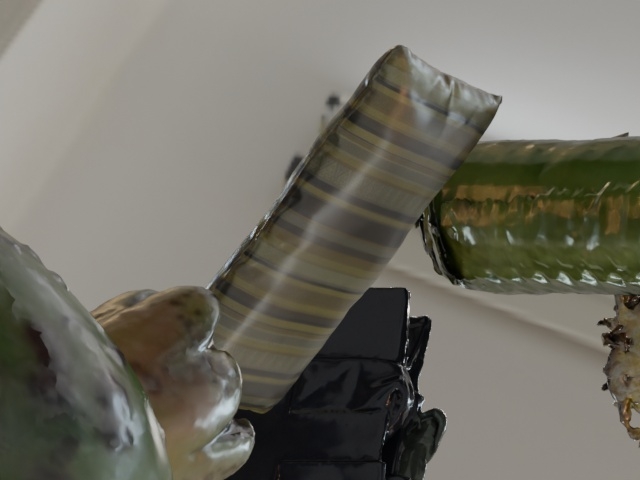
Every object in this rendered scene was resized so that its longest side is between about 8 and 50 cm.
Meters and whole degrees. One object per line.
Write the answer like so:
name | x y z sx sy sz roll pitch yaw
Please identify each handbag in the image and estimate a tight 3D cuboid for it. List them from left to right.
handbag | -0.029 0.192 1.072 0.269 0.118 0.326 -3 -119 24

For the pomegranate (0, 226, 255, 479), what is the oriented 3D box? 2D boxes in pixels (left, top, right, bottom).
pomegranate | -0.114 0.071 0.431 0.202 0.202 0.248 37 -145 21

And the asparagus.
asparagus | 0.202 -0.013 0.972 0.128 0.382 0.108 12 -96 -36

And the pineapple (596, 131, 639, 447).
pineapple | 0.295 0.015 1.199 0.262 0.263 0.272 -10 -155 -9

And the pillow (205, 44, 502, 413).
pillow | 0.000 0.000 0.721 0.038 0.113 0.203 45 -75 27
